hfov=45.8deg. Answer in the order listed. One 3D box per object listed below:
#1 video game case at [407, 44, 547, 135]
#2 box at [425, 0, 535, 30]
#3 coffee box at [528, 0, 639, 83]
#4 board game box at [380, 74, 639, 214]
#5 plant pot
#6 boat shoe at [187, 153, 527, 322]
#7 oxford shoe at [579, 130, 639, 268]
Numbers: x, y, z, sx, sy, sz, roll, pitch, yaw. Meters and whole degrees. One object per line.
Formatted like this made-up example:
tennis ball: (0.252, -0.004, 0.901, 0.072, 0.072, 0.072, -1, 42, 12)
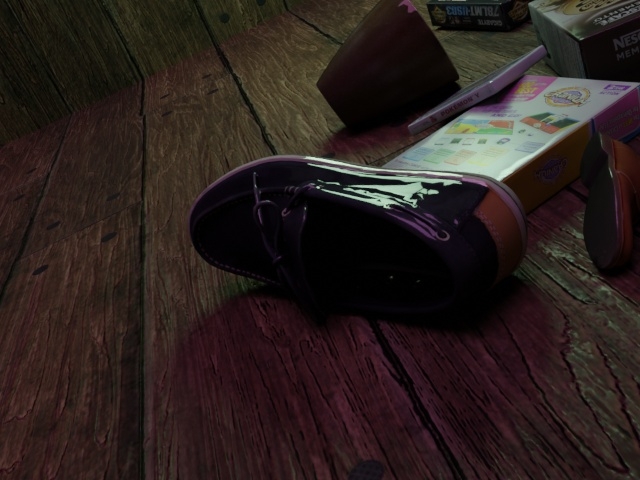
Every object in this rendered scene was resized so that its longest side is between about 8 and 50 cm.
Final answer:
video game case: (0.264, -0.253, 1.273, 0.183, 0.023, 0.201, -24, 11, 47)
box: (0.448, -0.590, 1.779, 0.293, 0.073, 0.295, -33, 27, -15)
coffee box: (0.467, -0.337, 1.231, 0.168, 0.119, 0.297, -20, 26, 9)
board game box: (0.269, -0.132, 1.084, 0.316, 0.064, 0.242, -33, 27, -16)
plant pot: (0.113, -0.332, 1.473, 0.230, 0.215, 0.215, -36, 24, 11)
boat shoe: (0.000, 0.000, 0.944, 0.499, 0.187, 0.156, 4, 32, 37)
oxford shoe: (0.344, -0.046, 0.859, 0.076, 0.076, 0.212, 19, 47, 0)
